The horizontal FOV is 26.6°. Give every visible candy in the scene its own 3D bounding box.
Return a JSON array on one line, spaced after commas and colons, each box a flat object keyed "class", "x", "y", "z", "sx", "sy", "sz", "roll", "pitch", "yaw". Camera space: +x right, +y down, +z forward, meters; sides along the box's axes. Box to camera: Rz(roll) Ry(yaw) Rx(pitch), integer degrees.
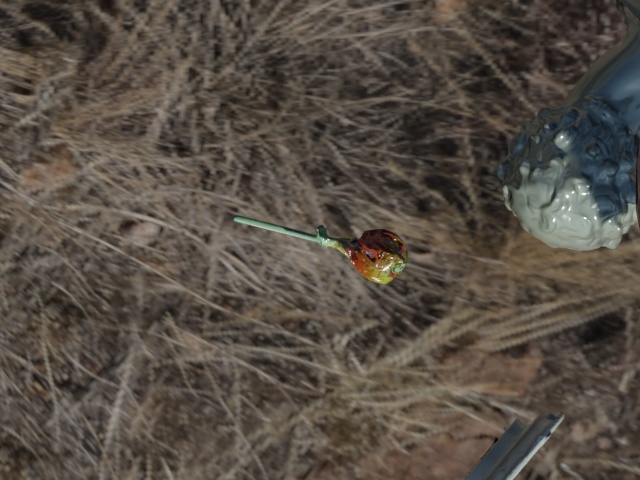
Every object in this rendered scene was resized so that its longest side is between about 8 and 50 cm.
[{"class": "candy", "x": 0.000, "y": 0.000, "z": 1.515, "sx": 0.201, "sy": 0.060, "sz": 0.060, "roll": 15, "pitch": 92, "yaw": -3}]

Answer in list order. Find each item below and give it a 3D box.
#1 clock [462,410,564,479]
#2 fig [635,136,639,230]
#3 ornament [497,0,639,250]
[{"class": "clock", "x": 0.224, "y": 0.300, "z": 1.758, "sx": 0.053, "sy": 0.236, "sz": 0.236, "roll": 40, "pitch": 80, "yaw": 13}, {"class": "fig", "x": 0.243, "y": -0.023, "z": 0.595, "sx": 0.205, "sy": 0.205, "sz": 0.205, "roll": -3, "pitch": 99, "yaw": -22}, {"class": "ornament", "x": 0.247, "y": -0.122, "z": 1.089, "sx": 0.130, "sy": 0.120, "sz": 0.285, "roll": 19, "pitch": 101, "yaw": -42}]
